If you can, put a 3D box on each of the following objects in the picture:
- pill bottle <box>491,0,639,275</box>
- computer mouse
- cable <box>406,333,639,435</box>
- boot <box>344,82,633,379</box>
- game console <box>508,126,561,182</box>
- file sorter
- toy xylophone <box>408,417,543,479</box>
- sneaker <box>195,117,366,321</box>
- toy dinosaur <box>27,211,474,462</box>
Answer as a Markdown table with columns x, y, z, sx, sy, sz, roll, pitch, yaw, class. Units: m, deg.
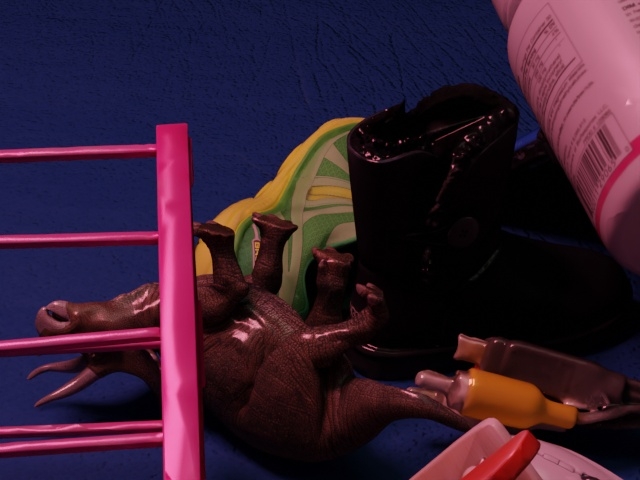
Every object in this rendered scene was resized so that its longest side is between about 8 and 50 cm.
| x | y | z | sx | sy | sz | roll | pitch | yaw | class |
| --- | --- | --- | --- | --- | --- | --- | --- | --- | --- |
| 0.236 | -0.122 | 1.307 | 0.160 | 0.160 | 0.283 | -8 | 49 | -16 | pill bottle |
| 0.165 | 0.163 | 1.142 | 0.193 | 0.042 | 0.106 | 11 | 32 | 16 | computer mouse |
| 0.203 | 0.126 | 1.206 | 0.287 | 0.072 | 0.139 | 17 | -1 | 8 | cable |
| 0.132 | -0.013 | 1.281 | 0.246 | 0.207 | 0.094 | -9 | 36 | -19 | boot |
| 0.297 | -0.052 | 1.496 | 0.293 | 0.173 | 0.250 | -23 | -4 | -37 | game console |
| -0.155 | 0.111 | 0.977 | 0.182 | 0.202 | 0.290 | -3 | 49 | -3 | file sorter |
| 0.045 | 0.206 | 0.908 | 0.081 | 0.236 | 0.323 | 45 | 32 | 1 | toy xylophone |
| 0.000 | 0.000 | 1.383 | 0.123 | 0.109 | 0.295 | 30 | 37 | 11 | sneaker |
| -0.033 | 0.080 | 1.197 | 0.313 | 0.160 | 0.121 | 23 | 17 | 15 | toy dinosaur |
